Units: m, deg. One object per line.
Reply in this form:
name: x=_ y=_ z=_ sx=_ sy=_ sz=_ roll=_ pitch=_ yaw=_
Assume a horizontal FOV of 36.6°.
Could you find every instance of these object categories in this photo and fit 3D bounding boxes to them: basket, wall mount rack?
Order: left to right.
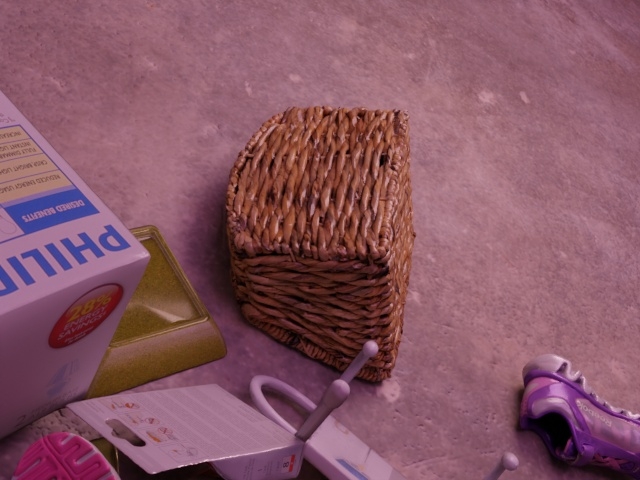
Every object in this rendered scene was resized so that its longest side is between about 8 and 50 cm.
basket: x=0.000 y=0.000 z=1.201 sx=0.214 sy=0.223 sz=0.299 roll=2 pitch=42 yaw=10
wall mount rack: x=0.084 y=0.220 z=0.949 sx=0.350 sy=0.130 sz=0.304 roll=39 pitch=10 yaw=5

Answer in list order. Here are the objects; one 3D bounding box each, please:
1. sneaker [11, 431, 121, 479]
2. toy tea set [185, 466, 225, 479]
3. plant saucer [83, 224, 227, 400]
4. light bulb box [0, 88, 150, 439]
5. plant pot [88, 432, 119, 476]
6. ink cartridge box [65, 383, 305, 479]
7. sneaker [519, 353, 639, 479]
sneaker: x=-0.177 y=0.278 z=0.790 sx=0.103 sy=0.111 sz=0.252 roll=-23 pitch=80 yaw=-5
toy tea set: x=0.012 y=0.321 z=0.877 sx=0.336 sy=0.124 sz=0.200 roll=27 pitch=41 yaw=-11
plant saucer: x=-0.207 y=0.059 z=1.031 sx=0.188 sy=0.045 sz=0.188 roll=-14 pitch=61 yaw=-42
light bulb box: x=-0.404 y=0.014 z=0.774 sx=0.361 sy=0.225 sz=0.358 roll=46 pitch=41 yaw=17
plant pot: x=-0.224 y=0.215 z=0.856 sx=0.079 sy=0.083 sz=0.083 roll=-1 pitch=52 yaw=-20
ink cartridge box: x=-0.126 y=0.187 z=0.898 sx=0.179 sy=0.045 sz=0.145 roll=-2 pitch=19 yaw=-45
sneaker: x=0.345 y=0.251 z=1.219 sx=0.236 sy=0.095 sz=0.104 roll=35 pitch=47 yaw=5
